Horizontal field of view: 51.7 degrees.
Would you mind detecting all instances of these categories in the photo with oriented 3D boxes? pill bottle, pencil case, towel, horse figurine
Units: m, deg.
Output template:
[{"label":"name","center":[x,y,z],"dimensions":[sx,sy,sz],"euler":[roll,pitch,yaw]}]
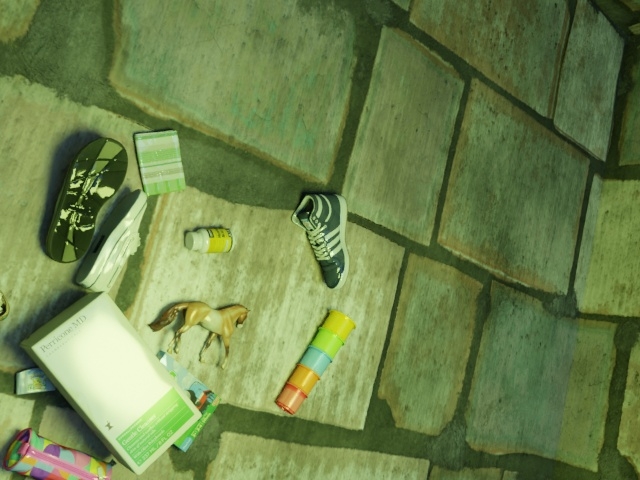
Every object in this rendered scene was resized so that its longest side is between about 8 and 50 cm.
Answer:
[{"label":"pill bottle","center":[-0.283,0.001,1.693],"dimensions":[0.116,0.065,0.065],"euler":[-3,92,-38]},{"label":"pencil case","center":[-0.569,0.498,1.454],"dimensions":[0.236,0.104,0.104],"euler":[37,69,-32]},{"label":"towel","center":[-0.397,-0.192,1.633],"dimensions":[0.113,0.023,0.152],"euler":[-13,101,-35]},{"label":"horse figurine","center":[-0.300,0.221,1.684],"dimensions":[0.263,0.066,0.174],"euler":[27,80,-38]}]

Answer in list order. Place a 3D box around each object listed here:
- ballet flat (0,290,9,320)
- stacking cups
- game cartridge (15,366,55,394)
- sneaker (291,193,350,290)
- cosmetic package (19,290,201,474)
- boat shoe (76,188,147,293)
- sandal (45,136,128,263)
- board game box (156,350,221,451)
[{"label":"ballet flat","center":[-0.709,0.082,1.356],"dimensions":[0.073,0.067,0.206],"euler":[-46,117,-27]},{"label":"stacking cups","center":[-0.011,0.351,1.892],"dimensions":[0.096,0.096,0.316],"euler":[47,63,-29]},{"label":"game cartridge","center":[-0.627,0.307,1.458],"dimensions":[0.083,0.017,0.056],"euler":[0,87,-38]},{"label":"sneaker","center":[0.000,0.000,1.893],"dimensions":[0.153,0.099,0.282],"euler":[7,79,-43]},{"label":"cosmetic package","center":[-0.463,0.310,1.469],"dimensions":[0.197,0.155,0.365],"euler":[-43,109,-28]},{"label":"boat shoe","center":[-0.468,0.004,1.541],"dimensions":[0.084,0.095,0.258],"euler":[37,79,-37]},{"label":"sandal","center":[-0.541,-0.097,1.484],"dimensions":[0.120,0.086,0.302],"euler":[28,89,-41]},{"label":"board game box","center":[-0.369,0.402,1.648],"dimensions":[0.211,0.039,0.160],"euler":[48,64,-27]}]
